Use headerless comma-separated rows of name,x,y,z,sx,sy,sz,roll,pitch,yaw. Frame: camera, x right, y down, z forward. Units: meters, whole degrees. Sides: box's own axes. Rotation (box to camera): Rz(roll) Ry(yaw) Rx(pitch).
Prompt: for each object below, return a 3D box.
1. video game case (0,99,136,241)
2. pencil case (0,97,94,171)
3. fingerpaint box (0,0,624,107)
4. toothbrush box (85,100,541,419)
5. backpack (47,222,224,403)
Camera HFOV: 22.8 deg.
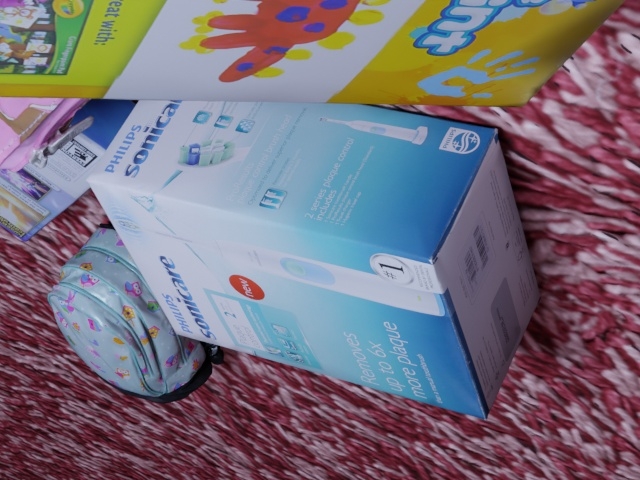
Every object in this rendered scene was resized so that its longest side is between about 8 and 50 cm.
video game case,-0.310,-0.127,1.363,0.269,0.061,0.244,37,150,-15
pencil case,-0.176,-0.175,1.064,0.167,0.160,0.386,28,153,-18
fingerpaint box,-0.002,-0.219,0.651,0.371,0.163,0.445,-1,160,-18
toothbrush box,0.000,0.000,1.231,0.295,0.126,0.216,15,149,26
backpack,-0.183,0.073,1.527,0.152,0.115,0.182,19,148,22
